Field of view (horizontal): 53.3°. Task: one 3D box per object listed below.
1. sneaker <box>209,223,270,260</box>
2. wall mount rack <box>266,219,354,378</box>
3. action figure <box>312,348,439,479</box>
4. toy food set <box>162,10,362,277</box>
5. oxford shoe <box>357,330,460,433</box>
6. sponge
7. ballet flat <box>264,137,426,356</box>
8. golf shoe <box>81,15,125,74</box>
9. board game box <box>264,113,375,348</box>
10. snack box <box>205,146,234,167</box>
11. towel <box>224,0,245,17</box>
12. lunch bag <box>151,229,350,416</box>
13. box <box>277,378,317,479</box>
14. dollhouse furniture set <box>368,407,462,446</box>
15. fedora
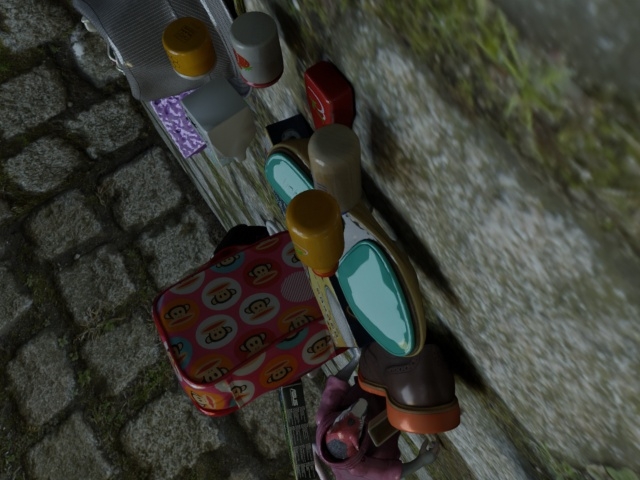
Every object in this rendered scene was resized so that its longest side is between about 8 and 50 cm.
[{"bbox_3d":[-0.120,0.103,1.549,0.169,0.258,0.447,21,-176,28],"label":"sneaker"},{"bbox_3d":[-0.047,0.129,1.259,0.350,0.130,0.304,56,170,0],"label":"wall mount rack"},{"bbox_3d":[0.045,0.340,1.153,0.248,0.275,0.370,59,-174,19],"label":"action figure"},{"bbox_3d":[-0.034,-0.087,0.529,0.232,0.111,0.105,50,168,21],"label":"toy food set"},{"bbox_3d":[0.101,0.138,0.757,0.271,0.096,0.099,-165,71,-80],"label":"oxford shoe"},{"bbox_3d":[-0.207,-0.237,0.920,0.210,0.117,0.031,58,-150,-6],"label":"sponge"},{"bbox_3d":[0.039,-0.004,0.594,0.232,0.073,0.080,56,137,6],"label":"ballet flat"},{"bbox_3d":[-0.259,-0.281,1.004,0.273,0.120,0.105,53,169,11],"label":"golf shoe"},{"bbox_3d":[0.000,0.000,0.718,0.165,0.042,0.244,125,123,-79],"label":"board game box"},{"bbox_3d":[-0.231,-0.220,1.300,0.141,0.037,0.100,59,171,-19],"label":"snack box"},{"bbox_3d":[-0.098,-0.252,0.616,0.083,0.009,0.060,53,171,20],"label":"towel"},{"bbox_3d":[-0.109,0.106,0.999,0.258,0.293,0.120,51,160,41],"label":"lunch bag"},{"bbox_3d":[-0.051,0.322,1.199,0.184,0.045,0.191,-144,45,-75],"label":"box"},{"bbox_3d":[0.130,0.248,0.826,0.081,0.114,0.091,28,148,62],"label":"dollhouse furniture set"},{"bbox_3d":[-0.189,-0.243,0.716,0.244,0.124,0.275,61,173,-32],"label":"fedora"}]
